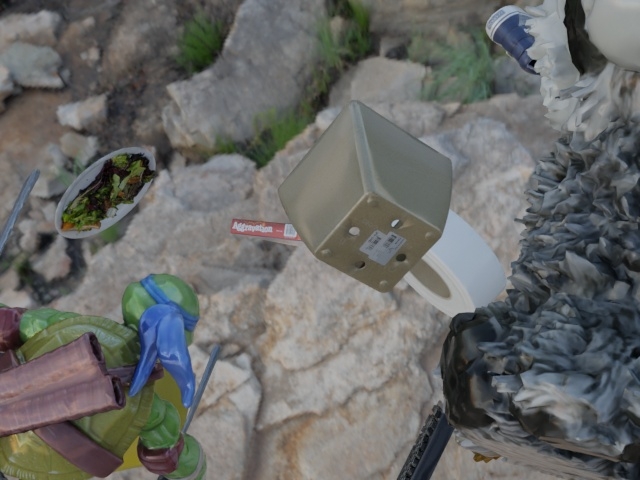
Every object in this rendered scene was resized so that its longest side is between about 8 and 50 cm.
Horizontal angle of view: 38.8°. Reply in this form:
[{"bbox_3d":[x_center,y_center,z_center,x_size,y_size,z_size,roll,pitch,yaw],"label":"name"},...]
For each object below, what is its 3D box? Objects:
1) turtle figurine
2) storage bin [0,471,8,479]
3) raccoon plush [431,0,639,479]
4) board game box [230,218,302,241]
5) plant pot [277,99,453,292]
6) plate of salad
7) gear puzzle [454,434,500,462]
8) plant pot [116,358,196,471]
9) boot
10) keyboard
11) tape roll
[{"bbox_3d":[-0.187,0.129,0.625,0.266,0.198,0.274,-47,34,-10],"label":"turtle figurine"},{"bbox_3d":[-0.310,0.247,0.668,0.180,0.122,0.084,-35,89,-8],"label":"storage bin"},{"bbox_3d":[0.208,-0.006,0.502,0.216,0.446,0.299,9,73,21],"label":"raccoon plush"},{"bbox_3d":[0.000,0.000,1.487,0.145,0.281,0.027,7,87,37],"label":"board game box"},{"bbox_3d":[0.040,-0.025,0.721,0.109,0.109,0.096,-49,26,26],"label":"plant pot"},{"bbox_3d":[-0.347,-0.071,1.496,0.200,0.200,0.048,-41,71,-12],"label":"plate of salad"},{"bbox_3d":[0.301,0.273,1.497,0.175,0.339,0.044,-37,96,17],"label":"gear puzzle"},{"bbox_3d":[-0.395,0.303,1.759,0.212,0.187,0.212,-16,38,19],"label":"plant pot"},{"bbox_3d":[0.297,-0.248,1.193,0.069,0.190,0.086,-51,57,35],"label":"boot"},{"bbox_3d":[0.110,0.379,1.269,0.033,0.201,0.317,26,88,-2],"label":"keyboard"},{"bbox_3d":[0.250,0.038,1.909,0.100,0.286,0.286,-44,59,-13],"label":"tape roll"}]
